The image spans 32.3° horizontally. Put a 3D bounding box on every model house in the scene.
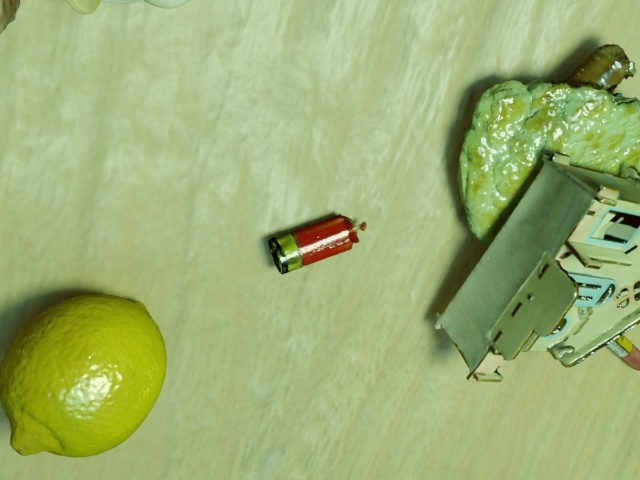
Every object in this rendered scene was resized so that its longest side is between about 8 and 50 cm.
[{"bbox_3d":[0.344,0.054,1.466,0.244,0.169,0.326,6,127,-38],"label":"model house"}]

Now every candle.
[{"bbox_3d":[0.000,0.000,1.440,0.131,0.052,0.052,-21,114,-11],"label":"candle"}]

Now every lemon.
[{"bbox_3d":[-0.286,0.162,1.342,0.244,0.187,0.187,-47,121,-32],"label":"lemon"}]

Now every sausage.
[{"bbox_3d":[0.418,0.132,1.631,0.223,0.029,0.029,40,95,-26],"label":"sausage"}]

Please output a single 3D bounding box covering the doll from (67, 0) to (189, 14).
[{"bbox_3d":[-0.166,-0.326,1.162,0.208,0.271,0.144,0,85,-35],"label":"doll"}]

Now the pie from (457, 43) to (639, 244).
[{"bbox_3d":[0.312,-0.109,1.471,0.274,0.105,0.257,-21,124,-8],"label":"pie"}]

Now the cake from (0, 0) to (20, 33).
[{"bbox_3d":[-0.400,-0.359,1.077,0.230,0.237,0.308,5,109,-8],"label":"cake"}]
